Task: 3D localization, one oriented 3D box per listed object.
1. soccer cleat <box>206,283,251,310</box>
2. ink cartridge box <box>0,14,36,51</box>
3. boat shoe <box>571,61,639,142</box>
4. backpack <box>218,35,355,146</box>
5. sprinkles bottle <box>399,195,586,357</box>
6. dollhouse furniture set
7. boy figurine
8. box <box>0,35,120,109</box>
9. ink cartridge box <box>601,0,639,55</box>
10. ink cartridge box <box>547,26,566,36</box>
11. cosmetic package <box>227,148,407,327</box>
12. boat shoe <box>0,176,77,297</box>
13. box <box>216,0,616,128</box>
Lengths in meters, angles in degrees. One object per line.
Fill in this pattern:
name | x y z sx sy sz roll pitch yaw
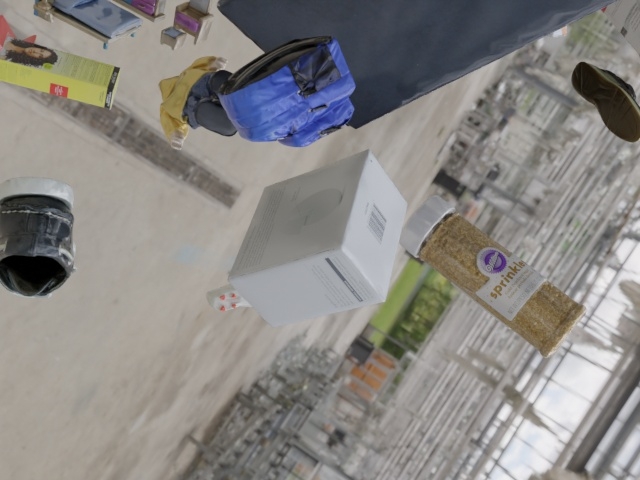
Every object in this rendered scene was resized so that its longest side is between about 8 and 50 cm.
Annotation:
soccer cleat | -0.165 0.123 1.838 0.196 0.076 0.068 -2 106 -30
ink cartridge box | -0.763 -0.426 1.802 0.134 0.231 0.078 -108 177 -52
boat shoe | 0.388 -0.185 1.054 0.049 0.152 0.056 -6 139 -21
backpack | -0.034 -0.142 0.809 0.120 0.101 0.098 -29 -166 -15
sprinkles bottle | 0.316 0.063 1.505 0.121 0.355 0.121 -45 162 -19
dollhouse furniture set | -0.419 -0.547 1.756 0.303 0.286 0.198 -48 164 -53
boy figurine | -0.221 -0.240 1.415 0.285 0.092 0.177 20 -96 61
box | -0.534 -0.341 1.647 0.087 0.232 0.058 -91 -160 -43
ink cartridge box | 0.474 -0.346 1.172 0.056 0.135 0.099 -21 156 -18
ink cartridge box | 0.469 -0.533 1.738 0.045 0.145 0.179 -9 109 -25
cosmetic package | 0.000 0.000 1.314 0.225 0.138 0.224 -15 -141 32
boat shoe | -0.348 0.022 0.961 0.302 0.114 0.091 126 -37 -65
box | 0.170 -0.479 1.103 0.480 0.297 0.471 -21 -137 44
